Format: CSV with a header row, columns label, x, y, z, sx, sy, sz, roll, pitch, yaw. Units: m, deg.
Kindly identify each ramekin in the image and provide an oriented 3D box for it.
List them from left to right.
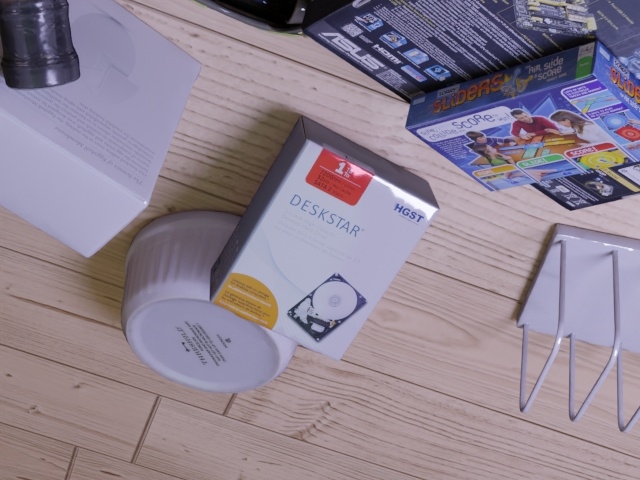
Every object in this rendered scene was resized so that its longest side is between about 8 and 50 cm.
label,x,y,z,sx,sy,sz,roll,pitch,yaw
ramekin,-0.143,0.095,1.412,0.272,0.127,0.273,6,138,6

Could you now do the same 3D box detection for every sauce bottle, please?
label,x,y,z,sx,sy,sz,roll,pitch,yaw
sauce bottle,-0.270,-0.308,0.922,0.111,0.111,0.345,2,114,12

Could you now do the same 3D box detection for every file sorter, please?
label,x,y,z,sx,sy,sz,roll,pitch,yaw
file sorter,0.399,0.131,1.289,0.277,0.173,0.193,11,139,1

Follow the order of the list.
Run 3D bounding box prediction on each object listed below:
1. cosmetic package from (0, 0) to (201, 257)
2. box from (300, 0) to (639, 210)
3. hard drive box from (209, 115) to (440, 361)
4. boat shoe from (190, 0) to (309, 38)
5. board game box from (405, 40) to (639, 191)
label,x,y,z,sx,sy,sz,roll,pitch,yaw
cosmetic package,-0.276,-0.144,1.108,0.224,0.225,0.138,34,134,-22
box,0.230,-0.170,0.929,0.394,0.097,0.318,28,155,-31
hard drive box,0.000,0.000,1.238,0.181,0.089,0.232,26,110,-15
boat shoe,-0.024,-0.247,1.035,0.304,0.091,0.109,20,138,-9
board game box,0.195,-0.103,0.933,0.201,0.035,0.136,-10,148,45
